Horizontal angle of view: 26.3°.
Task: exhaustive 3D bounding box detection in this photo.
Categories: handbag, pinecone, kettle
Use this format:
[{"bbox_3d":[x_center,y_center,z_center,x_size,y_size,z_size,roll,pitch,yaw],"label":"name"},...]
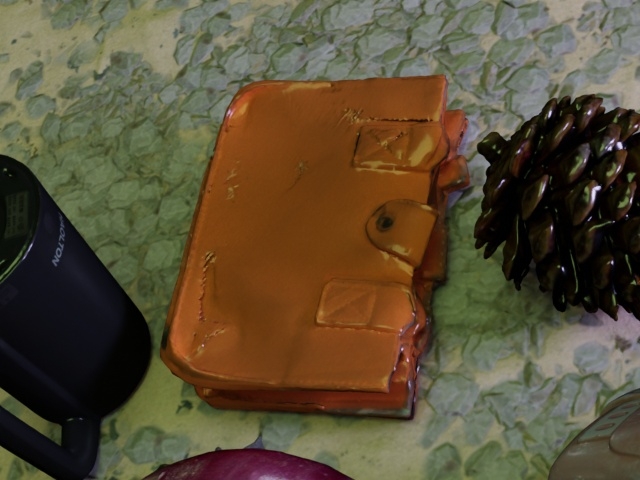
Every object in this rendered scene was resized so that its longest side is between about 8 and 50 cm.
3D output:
[{"bbox_3d":[0.000,0.000,1.570,0.304,0.116,0.410,-1,59,23],"label":"handbag"},{"bbox_3d":[0.281,-0.033,1.413,0.273,0.224,0.224,27,71,9],"label":"pinecone"},{"bbox_3d":[-0.316,0.088,1.526,0.203,0.308,0.262,-37,51,-3],"label":"kettle"}]

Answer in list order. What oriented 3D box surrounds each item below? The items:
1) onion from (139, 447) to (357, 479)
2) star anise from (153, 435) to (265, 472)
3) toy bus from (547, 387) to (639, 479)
[{"bbox_3d":[-0.076,0.357,1.206,0.358,0.345,0.358,-10,75,42],"label":"onion"},{"bbox_3d":[-0.094,0.297,1.438,0.236,0.093,0.229,-29,46,-2],"label":"star anise"},{"bbox_3d":[0.326,0.213,1.203,0.232,0.197,0.294,-7,10,43],"label":"toy bus"}]
